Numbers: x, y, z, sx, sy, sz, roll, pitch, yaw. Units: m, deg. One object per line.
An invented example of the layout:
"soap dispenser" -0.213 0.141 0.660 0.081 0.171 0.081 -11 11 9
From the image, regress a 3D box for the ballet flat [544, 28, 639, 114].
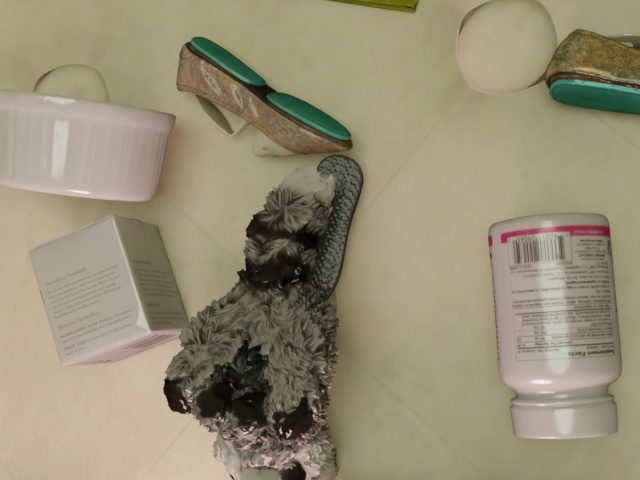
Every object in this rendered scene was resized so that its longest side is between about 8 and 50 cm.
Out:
"ballet flat" 0.482 -0.209 1.266 0.348 0.123 0.123 18 89 15

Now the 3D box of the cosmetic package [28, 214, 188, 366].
"cosmetic package" -0.313 0.078 1.414 0.151 0.151 0.184 -22 79 12

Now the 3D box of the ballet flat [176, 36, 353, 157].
"ballet flat" -0.092 -0.190 1.423 0.316 0.107 0.106 36 114 20

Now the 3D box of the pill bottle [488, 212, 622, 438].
"pill bottle" 0.311 0.113 1.248 0.160 0.160 0.283 -4 84 14

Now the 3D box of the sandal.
"sandal" 0.001 0.000 1.397 0.097 0.054 0.255 24 88 5

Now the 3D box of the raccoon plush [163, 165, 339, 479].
"raccoon plush" -0.022 0.162 1.322 0.216 0.299 0.446 21 69 25

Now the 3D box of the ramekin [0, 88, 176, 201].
"ramekin" -0.359 -0.138 1.390 0.277 0.277 0.135 9 94 15

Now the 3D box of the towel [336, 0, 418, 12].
"towel" 0.041 -0.415 1.439 0.237 0.021 0.102 13 89 15
